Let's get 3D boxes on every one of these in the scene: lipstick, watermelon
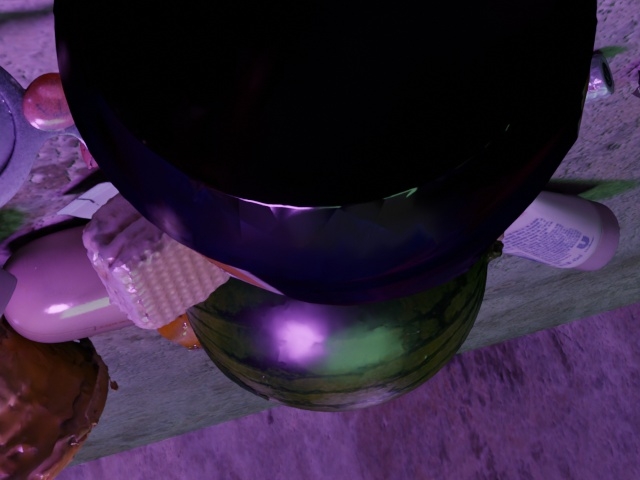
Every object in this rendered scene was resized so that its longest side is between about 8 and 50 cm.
[{"bbox_3d":[0.182,-0.120,1.532,0.116,0.037,0.037,-17,170,22],"label":"lipstick"},{"bbox_3d":[0.010,0.014,1.415,0.242,0.242,0.242,-16,170,-3],"label":"watermelon"}]

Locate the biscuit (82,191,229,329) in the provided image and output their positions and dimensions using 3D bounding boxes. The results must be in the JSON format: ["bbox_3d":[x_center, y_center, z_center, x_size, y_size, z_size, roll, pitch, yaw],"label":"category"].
[{"bbox_3d":[-0.049,-0.040,1.251,0.239,0.062,0.108,-38,155,-13],"label":"biscuit"}]

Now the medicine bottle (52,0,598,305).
[{"bbox_3d":[0.012,-0.075,0.938,0.243,0.242,0.395,-16,169,0],"label":"medicine bottle"}]

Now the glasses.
[{"bbox_3d":[-0.200,-0.081,1.158,0.234,0.118,0.268,-14,-171,-23],"label":"glasses"}]

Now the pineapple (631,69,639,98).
[{"bbox_3d":[0.416,-0.125,1.552,0.310,0.141,0.170,-18,133,28],"label":"pineapple"}]

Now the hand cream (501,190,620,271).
[{"bbox_3d":[0.225,-0.019,2.047,0.133,0.083,0.248,-25,156,36],"label":"hand cream"}]

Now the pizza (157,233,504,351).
[{"bbox_3d":[0.009,0.032,1.854,0.365,0.073,0.182,-18,167,10],"label":"pizza"}]

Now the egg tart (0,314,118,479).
[{"bbox_3d":[-0.344,0.144,1.669,0.315,0.120,0.315,-15,-150,9],"label":"egg tart"}]

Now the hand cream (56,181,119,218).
[{"bbox_3d":[-0.107,-0.036,1.498,0.205,0.050,0.078,-3,166,-37],"label":"hand cream"}]

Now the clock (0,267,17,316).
[{"bbox_3d":[-0.321,0.096,1.473,0.068,0.197,0.197,33,153,-12],"label":"clock"}]

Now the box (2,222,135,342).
[{"bbox_3d":[-0.179,0.030,1.607,0.200,0.088,0.146,-16,169,-10],"label":"box"}]
